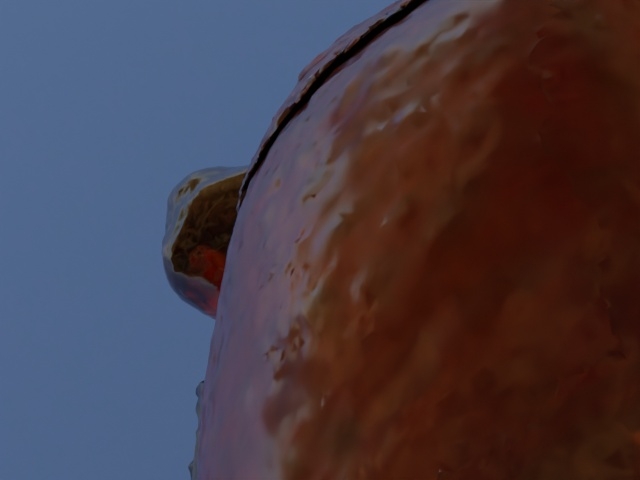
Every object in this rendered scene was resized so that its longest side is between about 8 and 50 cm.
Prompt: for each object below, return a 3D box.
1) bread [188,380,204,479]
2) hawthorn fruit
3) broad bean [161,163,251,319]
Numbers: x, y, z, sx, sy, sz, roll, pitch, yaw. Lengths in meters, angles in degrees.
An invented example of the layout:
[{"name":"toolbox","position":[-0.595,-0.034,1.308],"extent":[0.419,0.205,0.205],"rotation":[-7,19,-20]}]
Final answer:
[{"name":"bread","position":[0.049,0.164,0.853],"extent":[0.235,0.210,0.099],"rotation":[14,-151,20]},{"name":"hawthorn fruit","position":[0.086,0.074,0.477],"extent":[0.276,0.276,0.307],"rotation":[0,-147,8]},{"name":"broad bean","position":[0.000,0.000,0.976],"extent":[0.165,0.114,0.084],"rotation":[-4,-118,7]}]
